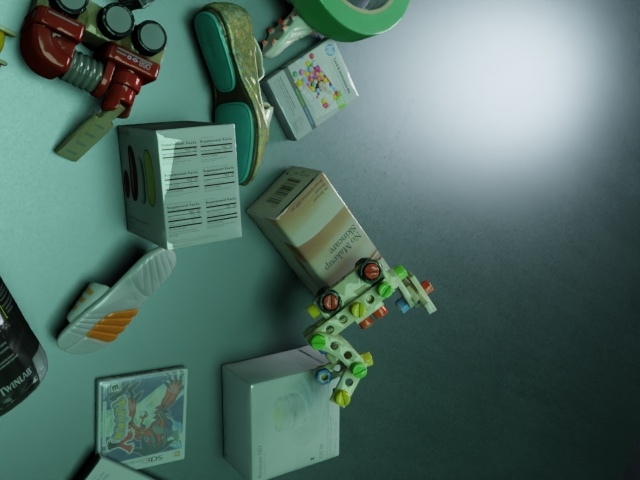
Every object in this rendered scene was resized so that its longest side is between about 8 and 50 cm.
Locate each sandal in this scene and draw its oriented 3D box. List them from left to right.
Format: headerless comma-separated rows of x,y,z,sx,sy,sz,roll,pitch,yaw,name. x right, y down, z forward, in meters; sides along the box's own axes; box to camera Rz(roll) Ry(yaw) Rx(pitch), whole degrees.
-0.379,0.100,1.303,0.265,0.076,0.102,-45,144,-5,sandal

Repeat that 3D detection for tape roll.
0.055,-0.569,1.419,0.321,0.077,0.321,-1,91,-42,tape roll

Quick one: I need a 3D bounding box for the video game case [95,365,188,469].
-0.356,0.361,1.408,0.183,0.023,0.201,-3,102,-34,video game case

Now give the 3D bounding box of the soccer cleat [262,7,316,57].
-0.044,-0.434,1.428,0.076,0.068,0.196,46,71,-36,soccer cleat

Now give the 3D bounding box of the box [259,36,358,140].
-0.021,-0.319,1.484,0.186,0.038,0.145,-39,120,-23,box

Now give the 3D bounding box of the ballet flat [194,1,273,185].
-0.150,-0.283,1.363,0.123,0.123,0.348,-21,112,-29,ballet flat

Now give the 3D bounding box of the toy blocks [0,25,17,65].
-0.563,-0.282,1.108,0.123,0.054,0.148,19,90,-37,toy blocks

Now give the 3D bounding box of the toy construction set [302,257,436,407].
0.097,0.161,1.443,0.328,0.151,0.215,-38,96,-17,toy construction set

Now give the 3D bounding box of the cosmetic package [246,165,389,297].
0.000,0.000,1.510,0.153,0.129,0.296,-48,123,-16,cosmetic package

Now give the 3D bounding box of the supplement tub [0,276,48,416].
-0.587,0.111,1.082,0.207,0.207,0.338,-32,116,-25,supplement tub

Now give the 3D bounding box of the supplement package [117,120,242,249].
-0.256,-0.108,1.270,0.149,0.194,0.203,-11,106,-33,supplement package

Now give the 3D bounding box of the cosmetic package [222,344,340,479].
-0.084,0.371,1.529,0.225,0.138,0.224,-8,104,-32,cosmetic package

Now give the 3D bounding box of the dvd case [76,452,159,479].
-0.400,0.545,1.403,0.253,0.022,0.180,41,81,-37,dvd case

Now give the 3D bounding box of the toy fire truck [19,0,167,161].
-0.403,-0.271,1.182,0.217,0.158,0.246,21,78,-36,toy fire truck

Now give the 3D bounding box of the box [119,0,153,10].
-0.302,-0.506,1.215,0.156,0.093,0.158,-40,121,-21,box
